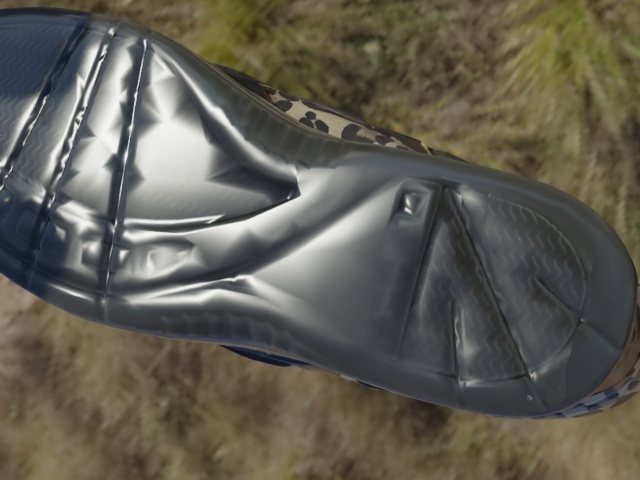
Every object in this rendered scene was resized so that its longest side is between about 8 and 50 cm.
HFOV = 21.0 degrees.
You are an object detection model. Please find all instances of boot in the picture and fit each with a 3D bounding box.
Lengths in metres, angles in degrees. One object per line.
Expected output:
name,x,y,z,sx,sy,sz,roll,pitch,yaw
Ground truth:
boot,0.000,0.000,0.895,0.377,0.138,0.284,16,178,20
